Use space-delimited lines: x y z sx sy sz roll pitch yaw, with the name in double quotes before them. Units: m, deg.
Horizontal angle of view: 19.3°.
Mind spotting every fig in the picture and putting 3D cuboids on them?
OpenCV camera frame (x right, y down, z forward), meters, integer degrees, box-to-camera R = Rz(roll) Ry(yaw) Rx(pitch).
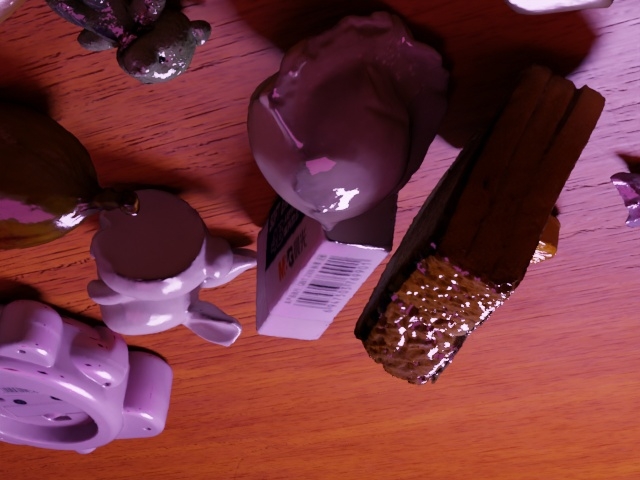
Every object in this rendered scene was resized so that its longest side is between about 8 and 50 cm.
"fig" -0.282 -0.057 1.852 0.274 0.145 0.170 9 162 32

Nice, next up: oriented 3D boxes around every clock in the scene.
"clock" -0.382 0.175 2.466 0.295 0.113 0.322 -6 152 27

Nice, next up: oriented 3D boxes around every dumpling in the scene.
"dumpling" 0.031 -0.109 1.691 0.193 0.147 0.258 -31 145 -12

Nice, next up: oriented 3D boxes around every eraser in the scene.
"eraser" 0.000 0.000 1.951 0.086 0.130 0.287 9 155 -14

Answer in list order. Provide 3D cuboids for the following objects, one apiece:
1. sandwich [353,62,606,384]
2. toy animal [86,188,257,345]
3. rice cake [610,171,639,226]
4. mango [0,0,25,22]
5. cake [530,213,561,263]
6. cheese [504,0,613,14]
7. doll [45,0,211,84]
"sandwich" 0.144 -0.019 1.727 0.095 0.249 0.273 29 154 -1
"toy animal" -0.167 0.031 2.066 0.178 0.127 0.193 1 153 9
"rice cake" 0.414 -0.061 1.795 0.290 0.051 0.081 -11 151 34
"mango" -0.287 -0.255 1.369 0.365 0.182 0.253 -20 155 36
"cake" 0.210 -0.007 1.978 0.084 0.044 0.084 6 158 2
"cheese" 0.208 -0.236 1.406 0.202 0.091 0.175 -1 157 17
"doll" -0.178 -0.187 1.652 0.150 0.077 0.115 33 136 -25
